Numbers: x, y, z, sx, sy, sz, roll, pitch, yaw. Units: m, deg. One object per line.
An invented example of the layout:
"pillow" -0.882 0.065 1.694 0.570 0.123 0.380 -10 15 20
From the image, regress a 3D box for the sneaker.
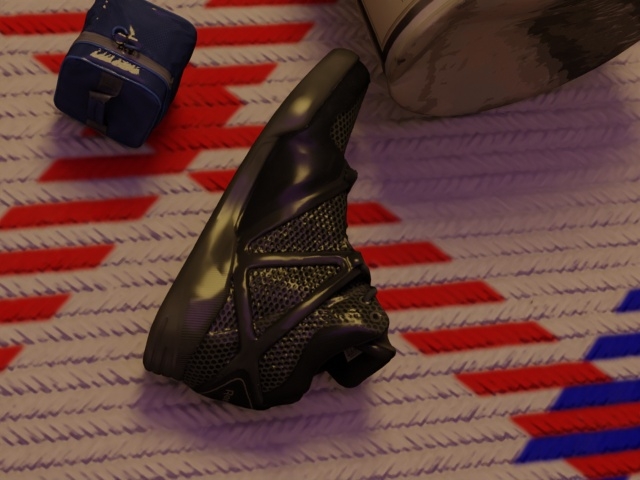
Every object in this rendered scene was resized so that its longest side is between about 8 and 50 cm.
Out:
"sneaker" 0.000 0.000 0.786 0.130 0.087 0.227 26 69 -2

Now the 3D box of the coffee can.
"coffee can" 0.089 -0.246 0.838 0.201 0.201 0.275 -15 73 -17

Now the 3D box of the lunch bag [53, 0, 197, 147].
"lunch bag" -0.118 -0.100 0.793 0.067 0.098 0.065 24 68 -6
